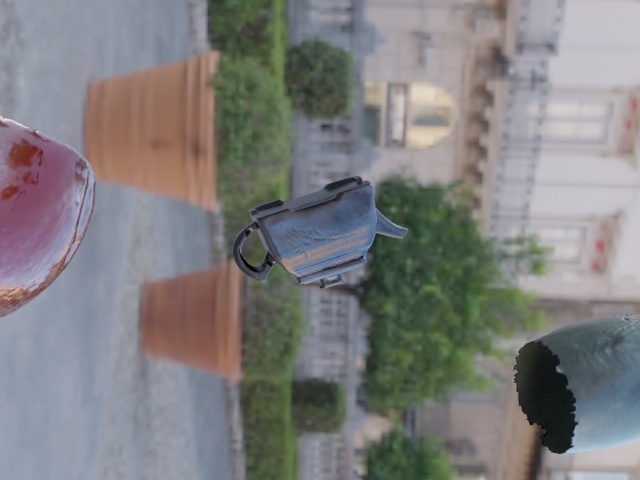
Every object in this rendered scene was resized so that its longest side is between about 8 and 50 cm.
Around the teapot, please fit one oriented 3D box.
[{"bbox_3d":[0.000,0.000,1.403,0.087,0.177,0.096,-139,-148,-78],"label":"teapot"}]

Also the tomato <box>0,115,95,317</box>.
[{"bbox_3d":[-0.354,-0.004,1.200,0.338,0.339,0.143,89,4,-71],"label":"tomato"}]

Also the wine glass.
[{"bbox_3d":[0.271,0.017,1.079,0.096,0.310,0.264,103,-30,-52],"label":"wine glass"}]
